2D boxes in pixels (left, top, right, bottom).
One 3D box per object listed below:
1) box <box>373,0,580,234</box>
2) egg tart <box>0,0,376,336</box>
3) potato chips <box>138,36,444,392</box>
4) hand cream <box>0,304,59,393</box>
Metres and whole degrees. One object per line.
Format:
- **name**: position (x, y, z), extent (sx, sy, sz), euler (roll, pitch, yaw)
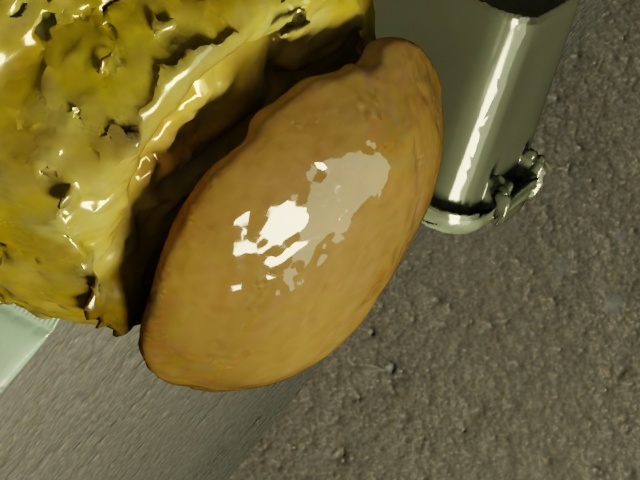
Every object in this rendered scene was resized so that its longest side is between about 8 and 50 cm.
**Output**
- **box**: position (0.035, -0.123, 1.119), extent (0.163, 0.243, 0.135), euler (-32, 146, -60)
- **egg tart**: position (-0.076, -0.074, 0.907), extent (0.345, 0.132, 0.345), euler (-39, 155, -22)
- **potato chips**: position (0.000, 0.001, 0.915), extent (0.208, 0.062, 0.195), euler (-48, 156, 5)
- **hand cream**: position (-0.264, 0.135, 1.123), extent (0.331, 0.085, 0.058), euler (-55, -169, 25)
